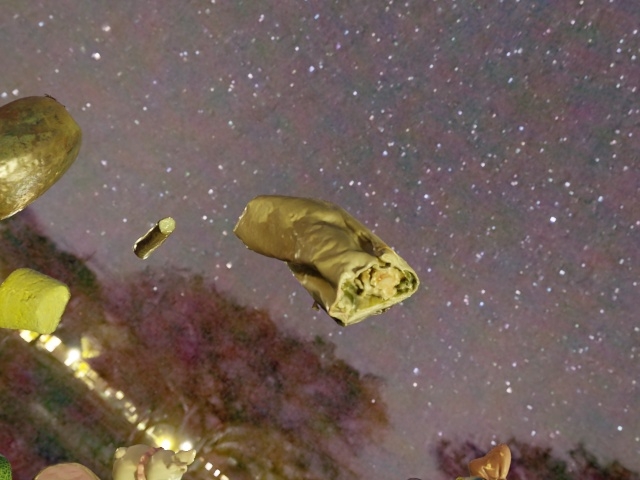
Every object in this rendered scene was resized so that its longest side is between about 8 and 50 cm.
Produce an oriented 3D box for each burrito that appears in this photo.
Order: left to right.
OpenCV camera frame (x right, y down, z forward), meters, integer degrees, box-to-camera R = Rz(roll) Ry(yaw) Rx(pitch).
[{"bbox_3d":[-0.002,0.000,1.017,0.332,0.190,0.135,38,-38,38],"label":"burrito"}]

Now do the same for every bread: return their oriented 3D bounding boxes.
[{"bbox_3d":[-0.589,0.123,1.177,0.114,0.129,0.111,15,-13,3],"label":"bread"}]

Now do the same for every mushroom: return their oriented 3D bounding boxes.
[{"bbox_3d":[-0.532,0.555,1.234,0.188,0.141,0.117,44,-30,-8],"label":"mushroom"}]

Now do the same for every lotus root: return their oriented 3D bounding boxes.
[{"bbox_3d":[-0.563,-0.148,1.055,0.160,0.275,0.152,45,-24,-9],"label":"lotus root"}]

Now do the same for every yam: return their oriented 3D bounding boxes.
[{"bbox_3d":[-0.456,-0.005,1.592,0.061,0.061,0.274,45,-32,-13],"label":"yam"}]

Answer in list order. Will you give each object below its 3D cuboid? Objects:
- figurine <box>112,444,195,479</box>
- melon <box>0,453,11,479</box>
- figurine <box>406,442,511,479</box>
[{"bbox_3d":[-0.403,0.593,1.472,0.236,0.127,0.155,-8,-79,27],"label":"figurine"},{"bbox_3d":[-0.713,0.456,1.111,0.265,0.169,0.129,27,-20,29],"label":"melon"},{"bbox_3d":[0.199,0.548,1.141,0.193,0.421,0.154,34,30,-60],"label":"figurine"}]
